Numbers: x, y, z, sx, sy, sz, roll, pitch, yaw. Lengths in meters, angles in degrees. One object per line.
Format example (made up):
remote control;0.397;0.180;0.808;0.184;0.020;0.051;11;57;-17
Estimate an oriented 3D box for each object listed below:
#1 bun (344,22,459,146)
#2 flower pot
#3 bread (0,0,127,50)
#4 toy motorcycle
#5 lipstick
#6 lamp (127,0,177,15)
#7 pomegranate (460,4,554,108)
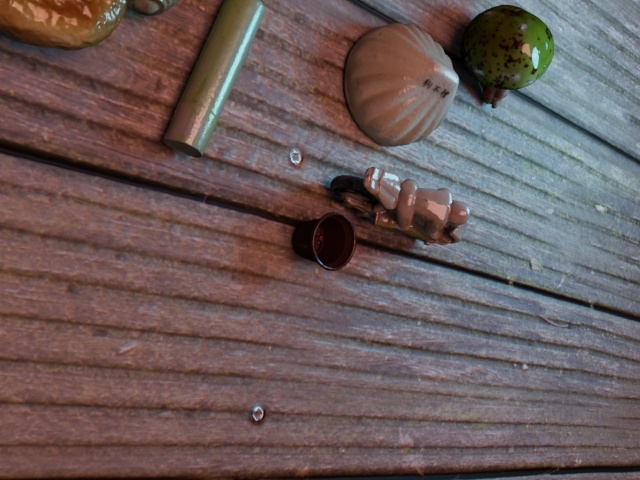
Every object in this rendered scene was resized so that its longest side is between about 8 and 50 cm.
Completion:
bun;0.196;-0.326;1.390;0.263;0.175;0.263;-2;93;-37
flower pot;0.000;0.000;1.299;0.111;0.089;0.111;-3;95;-38
bread;-0.392;-0.384;0.939;0.244;0.134;0.244;-2;93;-42
toy motorcycle;0.188;-0.062;1.366;0.341;0.223;0.107;24;74;-35
lipstick;-0.177;-0.289;1.153;0.076;0.076;0.304;29;74;-36
lamp;-0.267;-0.447;1.063;0.106;0.106;0.193;15;73;-38
pomegranate;0.426;-0.419;1.574;0.214;0.214;0.248;-39;149;-31
